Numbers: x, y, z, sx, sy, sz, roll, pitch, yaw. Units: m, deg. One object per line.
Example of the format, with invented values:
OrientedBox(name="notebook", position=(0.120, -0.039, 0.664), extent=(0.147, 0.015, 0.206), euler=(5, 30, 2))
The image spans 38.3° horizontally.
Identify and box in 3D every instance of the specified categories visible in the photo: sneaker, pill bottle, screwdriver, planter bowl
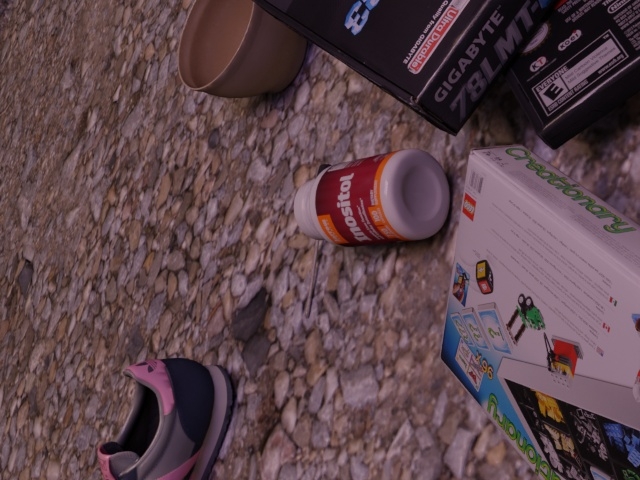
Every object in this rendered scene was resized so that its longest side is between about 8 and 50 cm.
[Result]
OrientedBox(name="sneaker", position=(-0.205, 0.285, 1.039), extent=(0.112, 0.131, 0.319), euler=(4, 79, 52))
OrientedBox(name="pill bottle", position=(0.045, -0.037, 0.898), extent=(0.152, 0.086, 0.086), euler=(-8, 69, 51))
OrientedBox(name="screwdriver", position=(0.000, 0.000, 0.999), extent=(0.025, 0.024, 0.170), euler=(0, 80, 22))
OrientedBox(name="planter bowl", position=(-0.086, -0.243, 1.131), extent=(0.162, 0.109, 0.162), euler=(-23, 58, 45))

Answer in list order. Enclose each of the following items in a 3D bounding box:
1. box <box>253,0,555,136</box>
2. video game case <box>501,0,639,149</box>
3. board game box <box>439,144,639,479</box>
OrientedBox(name="box", position=(0.102, -0.278, 0.810), extent=(0.295, 0.073, 0.293), euler=(-54, 42, 9))
OrientedBox(name="video game case", position=(0.245, -0.241, 0.734), extent=(0.275, 0.035, 0.248), euler=(-37, 48, 22))
OrientedBox(name="board game box", position=(0.181, 0.082, 0.616), extent=(0.305, 0.053, 0.193), euler=(-128, 36, -53))
